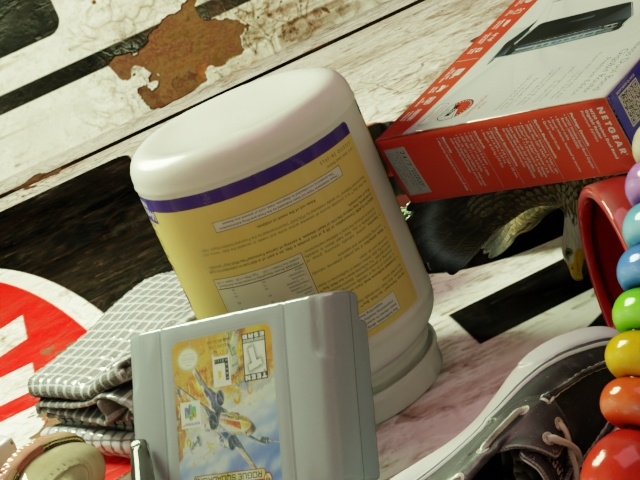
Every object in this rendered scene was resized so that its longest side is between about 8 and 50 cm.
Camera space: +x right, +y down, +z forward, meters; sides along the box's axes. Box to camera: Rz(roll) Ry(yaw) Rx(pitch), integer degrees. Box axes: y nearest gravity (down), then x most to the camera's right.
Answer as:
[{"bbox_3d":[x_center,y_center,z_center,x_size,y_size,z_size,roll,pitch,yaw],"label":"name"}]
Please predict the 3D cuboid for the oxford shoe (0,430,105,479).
[{"bbox_3d":[-0.257,0.306,1.478,0.146,0.140,0.397,9,23,8],"label":"oxford shoe"}]

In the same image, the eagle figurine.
[{"bbox_3d":[0.258,-0.062,1.728,0.298,0.226,0.225,-3,47,35],"label":"eagle figurine"}]

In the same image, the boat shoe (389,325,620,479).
[{"bbox_3d":[0.168,0.180,1.288,0.301,0.108,0.102,-33,20,-19],"label":"boat shoe"}]

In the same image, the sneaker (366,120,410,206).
[{"bbox_3d":[0.141,-0.099,1.956,0.314,0.116,0.136,-1,-8,-27],"label":"sneaker"}]

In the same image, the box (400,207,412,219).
[{"bbox_3d":[0.067,-0.033,2.093,0.184,0.045,0.191,-12,21,24],"label":"box"}]

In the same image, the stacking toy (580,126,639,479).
[{"bbox_3d":[0.275,0.073,1.230,0.141,0.141,0.330,2,70,53],"label":"stacking toy"}]

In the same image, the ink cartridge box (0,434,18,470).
[{"bbox_3d":[-0.447,0.293,1.697,0.198,0.115,0.273,-35,22,-31],"label":"ink cartridge box"}]

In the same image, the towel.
[{"bbox_3d":[-0.182,0.130,1.823,0.235,0.121,0.283,-3,27,48],"label":"towel"}]

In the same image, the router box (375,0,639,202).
[{"bbox_3d":[0.264,-0.178,1.558,0.301,0.082,0.335,-8,31,49],"label":"router box"}]

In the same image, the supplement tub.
[{"bbox_3d":[-0.026,0.016,1.615,0.241,0.331,0.241,-21,18,7],"label":"supplement tub"}]

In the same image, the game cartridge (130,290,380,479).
[{"bbox_3d":[-0.072,0.166,1.476,0.297,0.198,0.062,-15,-18,43],"label":"game cartridge"}]

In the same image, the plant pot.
[{"bbox_3d":[0.342,0.019,1.408,0.174,0.191,0.191,-15,18,-4],"label":"plant pot"}]

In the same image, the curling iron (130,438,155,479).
[{"bbox_3d":[-0.167,0.274,1.416,0.068,0.035,0.274,7,37,-8],"label":"curling iron"}]
